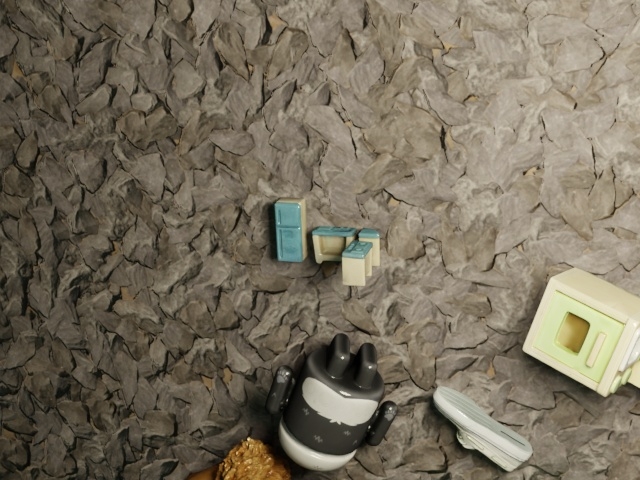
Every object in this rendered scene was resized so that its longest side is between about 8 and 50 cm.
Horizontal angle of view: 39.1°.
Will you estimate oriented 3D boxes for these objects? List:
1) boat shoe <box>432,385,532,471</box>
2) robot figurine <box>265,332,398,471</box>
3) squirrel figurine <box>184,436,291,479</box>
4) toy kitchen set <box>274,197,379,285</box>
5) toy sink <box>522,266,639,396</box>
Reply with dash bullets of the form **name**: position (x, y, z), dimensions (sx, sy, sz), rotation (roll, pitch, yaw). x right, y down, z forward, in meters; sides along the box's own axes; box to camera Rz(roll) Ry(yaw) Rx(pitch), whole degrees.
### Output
- **boat shoe**: position (0.304, 0.378, 1.766), dimensions (0.226, 0.083, 0.076), rotation (35, 112, 3)
- **robot figurine**: position (0.023, 0.324, 1.790), dimensions (0.209, 0.173, 0.278), rotation (35, 115, 29)
- **squirrel figurine**: position (-0.207, 0.611, 1.835), dimensions (0.281, 0.370, 0.397), rotation (35, 113, 4)
- **toy kitchen set**: position (0.000, 0.000, 1.695), dimensions (0.207, 0.166, 0.122), rotation (2, 107, 16)
- **toy sink**: position (0.500, 0.172, 1.578), dimensions (0.234, 0.131, 0.152), rotation (30, 115, 30)
